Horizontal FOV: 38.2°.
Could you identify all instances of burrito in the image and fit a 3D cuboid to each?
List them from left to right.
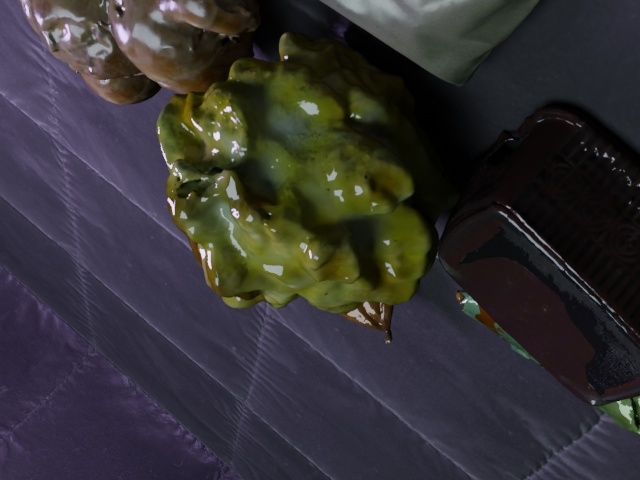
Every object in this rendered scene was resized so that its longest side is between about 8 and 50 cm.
[{"bbox_3d":[0.285,0.122,1.059,0.288,0.054,0.104,38,150,16],"label":"burrito"}]

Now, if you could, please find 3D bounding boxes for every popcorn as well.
[{"bbox_3d":[-0.005,-0.052,0.979,0.312,0.312,0.312,33,150,22],"label":"popcorn"}]

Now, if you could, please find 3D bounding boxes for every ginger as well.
[{"bbox_3d":[-0.197,-0.258,1.079,0.375,0.176,0.256,10,155,45],"label":"ginger"}]

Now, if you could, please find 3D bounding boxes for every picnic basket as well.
[{"bbox_3d":[0.253,0.032,0.893,0.297,0.129,0.222,44,151,0],"label":"picnic basket"}]

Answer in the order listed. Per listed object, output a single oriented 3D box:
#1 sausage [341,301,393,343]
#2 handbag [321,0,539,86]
[{"bbox_3d":[0.006,-0.003,1.199,0.328,0.112,0.112,54,151,-16],"label":"sausage"},{"bbox_3d":[0.052,-0.280,0.751,0.315,0.109,0.253,35,150,-6],"label":"handbag"}]
